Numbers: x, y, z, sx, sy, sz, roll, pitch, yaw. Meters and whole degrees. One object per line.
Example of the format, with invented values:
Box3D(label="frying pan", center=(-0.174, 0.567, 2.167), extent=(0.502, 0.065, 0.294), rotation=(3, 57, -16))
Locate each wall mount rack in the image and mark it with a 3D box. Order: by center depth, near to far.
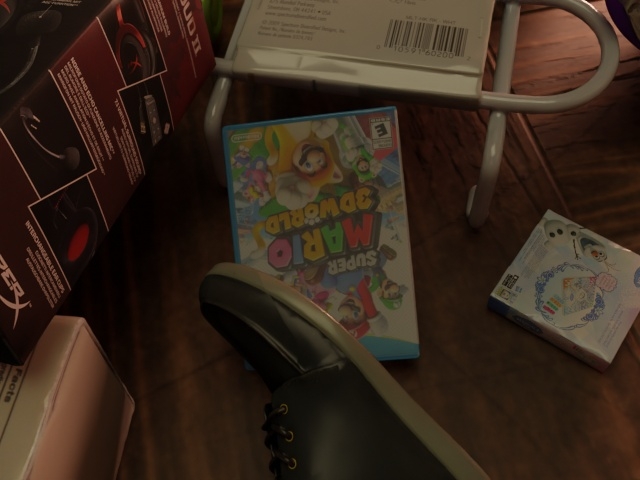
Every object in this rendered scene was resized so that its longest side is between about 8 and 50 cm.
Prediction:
Box3D(label="wall mount rack", center=(0.049, -0.170, 0.608), extent=(0.350, 0.130, 0.304), rotation=(10, 62, 9))

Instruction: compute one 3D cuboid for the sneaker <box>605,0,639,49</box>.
Box3D(label="sneaker", center=(0.275, -0.214, 0.600), extent=(0.293, 0.102, 0.146), rotation=(-16, 41, -43))

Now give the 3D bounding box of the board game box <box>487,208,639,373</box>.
Box3D(label="board game box", center=(0.179, 0.033, 0.526), extent=(0.090, 0.020, 0.090), rotation=(30, 63, 21))

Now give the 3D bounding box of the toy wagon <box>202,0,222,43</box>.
Box3D(label="toy wagon", center=(-0.211, -0.292, 0.728), extent=(0.267, 0.068, 0.344), rotation=(5, 57, 6))

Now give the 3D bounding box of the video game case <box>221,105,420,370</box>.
Box3D(label="video game case", center=(0.000, 0.000, 0.499), extent=(0.119, 0.015, 0.166), rotation=(-5, 91, 7))

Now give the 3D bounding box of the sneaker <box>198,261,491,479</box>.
Box3D(label="sneaker", center=(-0.014, 0.116, 0.428), extent=(0.222, 0.083, 0.118), rotation=(41, 69, 11))

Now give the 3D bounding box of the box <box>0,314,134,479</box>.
Box3D(label="box", center=(-0.247, 0.126, 0.424), extent=(0.232, 0.127, 0.149), rotation=(5, 56, 6))

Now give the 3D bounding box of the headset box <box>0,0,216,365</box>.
Box3D(label="headset box", center=(-0.209, -0.091, 0.441), extent=(0.218, 0.110, 0.293), rotation=(7, 48, 15))
